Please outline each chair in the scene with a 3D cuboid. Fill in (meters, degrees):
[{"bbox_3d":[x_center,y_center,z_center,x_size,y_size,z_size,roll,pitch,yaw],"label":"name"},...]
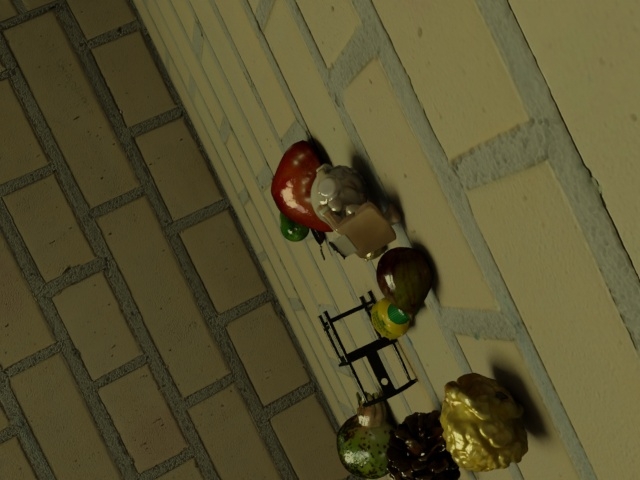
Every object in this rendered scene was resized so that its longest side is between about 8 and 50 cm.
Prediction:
[{"bbox_3d":[0.116,0.278,1.955,0.141,0.154,0.260,122,124,-77],"label":"chair"}]

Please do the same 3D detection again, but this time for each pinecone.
[{"bbox_3d":[0.249,0.504,1.806,0.184,0.179,0.204,35,140,21],"label":"pinecone"}]

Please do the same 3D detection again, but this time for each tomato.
[{"bbox_3d":[-0.040,-0.111,1.813,0.233,0.139,0.200,64,175,-5],"label":"tomato"}]

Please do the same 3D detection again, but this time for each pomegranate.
[{"bbox_3d":[0.170,0.618,2.438,0.204,0.276,0.222,24,175,-41],"label":"pomegranate"}]

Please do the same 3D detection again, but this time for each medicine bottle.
[{"bbox_3d":[0.166,0.163,1.678,0.095,0.064,0.260,60,169,8],"label":"medicine bottle"}]

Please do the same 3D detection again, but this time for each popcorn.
[{"bbox_3d":[0.273,0.310,1.302,0.170,0.180,0.180,-60,43,22],"label":"popcorn"}]

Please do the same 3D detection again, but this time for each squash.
[{"bbox_3d":[-0.075,-0.050,2.158,0.292,0.082,0.082,-111,-2,-76],"label":"squash"}]

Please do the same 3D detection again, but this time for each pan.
[{"bbox_3d":[0.001,0.000,2.155,0.115,0.023,0.068,70,166,-17],"label":"pan"}]

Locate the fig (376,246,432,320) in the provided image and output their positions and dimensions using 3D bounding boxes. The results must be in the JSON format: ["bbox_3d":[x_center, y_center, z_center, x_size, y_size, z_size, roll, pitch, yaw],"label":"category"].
[{"bbox_3d":[0.162,0.087,1.440,0.109,0.103,0.155,-76,-27,-73],"label":"fig"}]

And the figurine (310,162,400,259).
[{"bbox_3d":[0.057,-0.075,1.509,0.162,0.141,0.237,45,-168,-34],"label":"figurine"}]

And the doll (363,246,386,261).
[{"bbox_3d":[0.103,0.001,1.643,0.093,0.051,0.061,52,135,36],"label":"doll"}]
